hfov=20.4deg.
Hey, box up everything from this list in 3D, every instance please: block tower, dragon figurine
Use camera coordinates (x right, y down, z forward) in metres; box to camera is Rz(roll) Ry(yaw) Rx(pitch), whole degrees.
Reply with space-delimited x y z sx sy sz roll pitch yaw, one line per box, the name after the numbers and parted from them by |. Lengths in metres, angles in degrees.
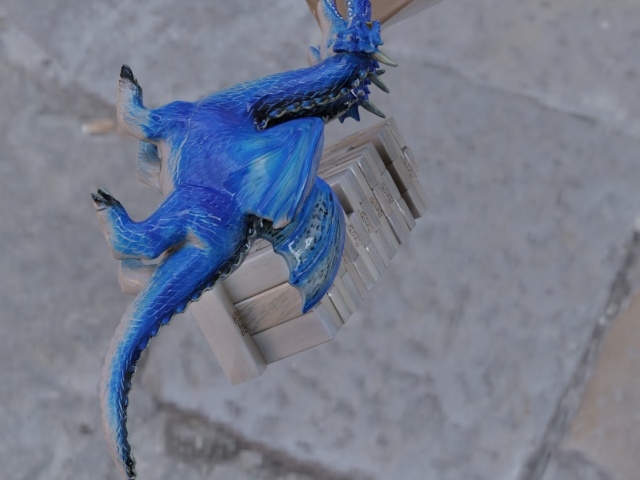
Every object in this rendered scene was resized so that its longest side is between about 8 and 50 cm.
0.000 0.000 1.512 0.097 0.091 0.335 -23 13 28 | block tower
-0.035 -0.018 0.911 0.144 0.085 0.289 0 50 8 | dragon figurine

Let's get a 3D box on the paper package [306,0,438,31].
0.159 -0.320 1.397 0.325 0.309 0.168 -27 90 -25 | paper package
